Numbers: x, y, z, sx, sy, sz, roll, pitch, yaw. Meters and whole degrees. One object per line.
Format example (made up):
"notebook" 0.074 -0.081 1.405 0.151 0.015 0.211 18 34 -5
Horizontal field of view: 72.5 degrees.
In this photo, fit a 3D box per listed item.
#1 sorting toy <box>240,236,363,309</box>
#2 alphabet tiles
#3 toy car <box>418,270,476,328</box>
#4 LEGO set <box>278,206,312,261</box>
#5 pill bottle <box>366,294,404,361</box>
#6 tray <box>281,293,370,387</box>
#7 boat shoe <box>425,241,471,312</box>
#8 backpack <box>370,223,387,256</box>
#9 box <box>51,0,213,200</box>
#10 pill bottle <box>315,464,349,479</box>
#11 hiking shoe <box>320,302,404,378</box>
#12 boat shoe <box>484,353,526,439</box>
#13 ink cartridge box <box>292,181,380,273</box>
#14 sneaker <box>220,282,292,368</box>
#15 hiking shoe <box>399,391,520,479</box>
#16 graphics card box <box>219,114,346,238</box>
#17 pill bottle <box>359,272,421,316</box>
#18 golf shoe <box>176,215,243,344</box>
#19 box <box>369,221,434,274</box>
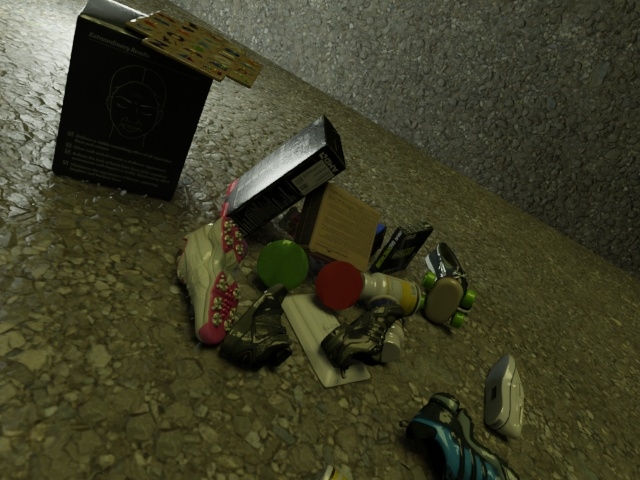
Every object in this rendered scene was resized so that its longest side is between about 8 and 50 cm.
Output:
"sorting toy" -0.076 0.073 1.131 0.365 0.127 0.126 20 -5 -5
"alphabet tiles" -0.282 -0.458 1.040 0.285 0.011 0.342 23 30 -13
"toy car" 0.390 0.167 1.381 0.155 0.149 0.188 25 17 11
"LEGO set" 0.000 0.000 1.296 0.287 0.132 0.107 14 42 -38
"pill bottle" 0.166 0.225 1.119 0.094 0.094 0.169 25 30 -10
"tray" 0.009 0.221 1.051 0.145 0.030 0.270 5 39 -39
"boat shoe" 0.463 0.123 1.545 0.114 0.091 0.302 14 34 -27
"backpack" 0.151 0.000 1.453 0.101 0.098 0.120 19 33 22
"box" -0.471 -0.344 1.107 0.293 0.395 0.212 14 34 -28
"pill bottle" 0.041 0.434 0.719 0.116 0.065 0.065 35 30 9
"hiking shoe" 0.113 0.228 1.004 0.227 0.086 0.114 -22 73 -26
"boat shoe" 0.494 0.410 1.155 0.084 0.095 0.258 38 40 4
"ink cartridge box" 0.049 -0.031 1.221 0.088 0.193 0.234 6 -15 47
"sneaker" -0.106 0.189 0.944 0.130 0.087 0.227 34 33 2
"hiking shoe" 0.296 0.471 0.888 0.132 0.113 0.304 -29 67 -23
"graphics card box" -0.108 -0.178 1.221 0.094 0.371 0.233 46 21 -27
"pill bottle" 0.186 0.150 1.243 0.184 0.103 0.103 17 32 -22
"golf shoe" -0.252 0.089 0.961 0.140 0.115 0.306 -12 50 12
"box" 0.265 0.028 1.418 0.190 0.184 0.045 -9 49 -49
